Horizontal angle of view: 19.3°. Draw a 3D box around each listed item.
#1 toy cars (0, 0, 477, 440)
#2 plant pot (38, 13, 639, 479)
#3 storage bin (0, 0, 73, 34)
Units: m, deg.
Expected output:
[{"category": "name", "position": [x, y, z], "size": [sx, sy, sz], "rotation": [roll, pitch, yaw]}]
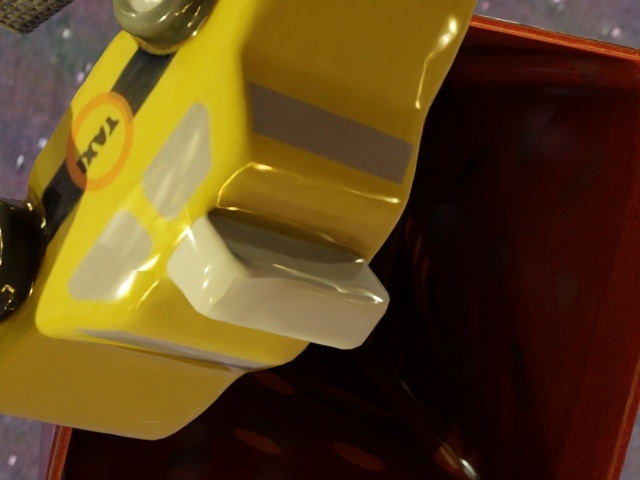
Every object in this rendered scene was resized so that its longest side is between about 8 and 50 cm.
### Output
[{"category": "toy cars", "position": [-0.115, 0.038, 0.488], "size": [0.394, 0.176, 0.087], "rotation": [-27, -133, -13]}, {"category": "plant pot", "position": [0.000, 0.000, 0.934], "size": [0.267, 0.236, 0.267], "rotation": [10, -78, -18]}, {"category": "storage bin", "position": [-0.247, -0.241, 1.336], "size": [0.180, 0.084, 0.122], "rotation": [24, -132, -43]}]
